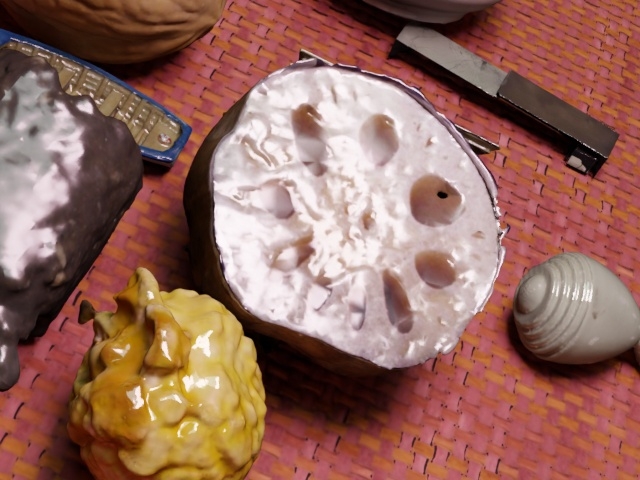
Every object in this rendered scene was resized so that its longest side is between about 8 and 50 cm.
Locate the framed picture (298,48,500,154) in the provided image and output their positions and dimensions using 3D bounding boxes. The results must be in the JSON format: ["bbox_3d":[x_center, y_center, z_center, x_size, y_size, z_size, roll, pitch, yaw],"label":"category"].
[{"bbox_3d":[0.064,-0.123,1.358,0.197,0.014,0.252,26,2,-2],"label":"framed picture"}]

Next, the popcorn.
[{"bbox_3d":[-0.117,0.115,1.080,0.170,0.180,0.180,25,46,-9],"label":"popcorn"}]

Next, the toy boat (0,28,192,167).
[{"bbox_3d":[-0.229,-0.132,1.325,0.229,0.046,0.080,27,47,0],"label":"toy boat"}]

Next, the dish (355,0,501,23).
[{"bbox_3d":[0.099,-0.299,1.566,0.260,0.085,0.260,13,29,-7],"label":"dish"}]

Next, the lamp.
[{"bbox_3d":[0.268,0.077,1.339,0.193,0.106,0.106,20,46,-20],"label":"lamp"}]

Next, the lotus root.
[{"bbox_3d":[0.000,0.000,1.222,0.272,0.192,0.272,9,67,-24],"label":"lotus root"}]

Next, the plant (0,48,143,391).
[{"bbox_3d":[-0.268,0.002,1.098,0.199,0.188,0.276,35,65,-1],"label":"plant"}]

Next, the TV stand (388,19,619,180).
[{"bbox_3d":[0.195,-0.153,1.536,0.256,0.040,0.049,31,47,2],"label":"TV stand"}]

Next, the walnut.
[{"bbox_3d":[-0.201,-0.278,1.352,0.261,0.225,0.225,36,47,9],"label":"walnut"}]
